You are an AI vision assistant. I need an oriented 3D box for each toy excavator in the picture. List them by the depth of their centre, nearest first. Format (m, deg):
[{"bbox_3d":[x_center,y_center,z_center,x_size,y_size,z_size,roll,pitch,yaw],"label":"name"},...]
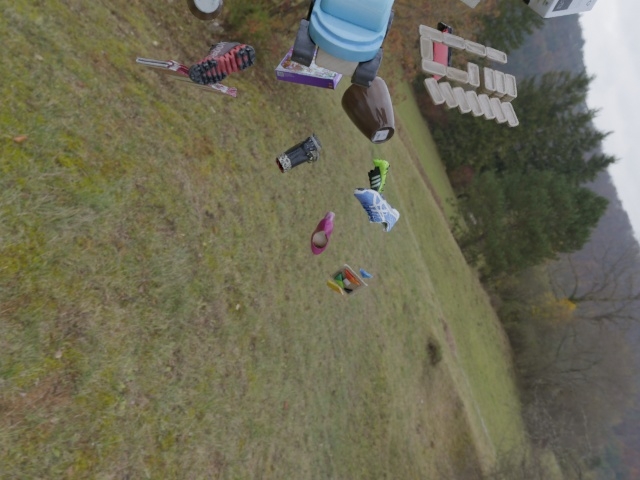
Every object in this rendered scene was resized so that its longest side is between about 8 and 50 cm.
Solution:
[{"bbox_3d":[0.118,-0.660,0.986,0.222,0.445,0.433,18,68,-9],"label":"toy excavator"}]

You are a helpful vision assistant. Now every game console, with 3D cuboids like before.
[{"bbox_3d":[0.374,-0.607,1.370,0.124,0.085,0.144,-112,-172,-48],"label":"game console"}]

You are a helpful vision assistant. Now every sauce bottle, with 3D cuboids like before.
[{"bbox_3d":[-0.352,-0.728,1.290,0.111,0.111,0.344,53,3,-29],"label":"sauce bottle"}]

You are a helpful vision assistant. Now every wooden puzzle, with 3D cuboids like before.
[{"bbox_3d":[0.062,0.093,0.966,0.078,0.116,0.014,38,46,1],"label":"wooden puzzle"}]

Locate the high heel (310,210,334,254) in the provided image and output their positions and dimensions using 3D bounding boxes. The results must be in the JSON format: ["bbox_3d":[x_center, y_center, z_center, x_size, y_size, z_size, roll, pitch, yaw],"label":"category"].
[{"bbox_3d":[0.000,0.000,1.731,0.082,0.244,0.117,27,44,-3],"label":"high heel"}]

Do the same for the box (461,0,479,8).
[{"bbox_3d":[0.383,-0.826,1.263,0.275,0.113,0.094,24,57,-16],"label":"box"}]

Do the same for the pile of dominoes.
[{"bbox_3d":[0.320,-0.352,0.941,0.251,0.040,0.196,8,72,-18],"label":"pile of dominoes"}]

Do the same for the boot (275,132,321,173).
[{"bbox_3d":[-0.092,-0.330,1.686,0.085,0.178,0.236,57,-8,1],"label":"boot"}]

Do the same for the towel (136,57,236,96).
[{"bbox_3d":[-0.529,-0.658,1.707,0.329,0.237,0.037,6,103,-53],"label":"towel"}]

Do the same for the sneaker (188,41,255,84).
[{"bbox_3d":[-0.383,-0.664,1.582,0.276,0.135,0.098,-37,147,-26],"label":"sneaker"}]

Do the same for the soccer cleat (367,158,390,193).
[{"bbox_3d":[0.214,-0.232,1.645,0.060,0.072,0.179,-45,153,-51],"label":"soccer cleat"}]

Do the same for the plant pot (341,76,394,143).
[{"bbox_3d":[0.225,-0.535,1.819,0.215,0.215,0.230,22,44,-54],"label":"plant pot"}]

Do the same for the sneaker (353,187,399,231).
[{"bbox_3d":[0.193,-0.108,1.480,0.211,0.080,0.081,35,71,-26],"label":"sneaker"}]

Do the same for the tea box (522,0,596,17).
[{"bbox_3d":[0.722,-0.911,1.261,0.220,0.329,0.324,-18,62,-20],"label":"tea box"}]

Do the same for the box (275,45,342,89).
[{"bbox_3d":[-0.035,-0.803,1.970,0.057,0.293,0.201,80,31,-56],"label":"box"}]
